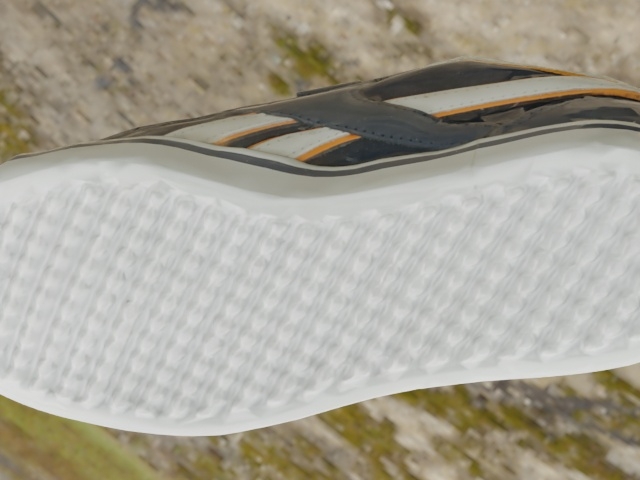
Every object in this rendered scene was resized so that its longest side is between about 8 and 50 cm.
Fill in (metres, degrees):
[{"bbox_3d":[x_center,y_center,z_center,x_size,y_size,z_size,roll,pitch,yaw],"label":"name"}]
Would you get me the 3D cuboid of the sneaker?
[{"bbox_3d":[0.000,0.000,0.580,0.321,0.127,0.126,-3,112,14],"label":"sneaker"}]
